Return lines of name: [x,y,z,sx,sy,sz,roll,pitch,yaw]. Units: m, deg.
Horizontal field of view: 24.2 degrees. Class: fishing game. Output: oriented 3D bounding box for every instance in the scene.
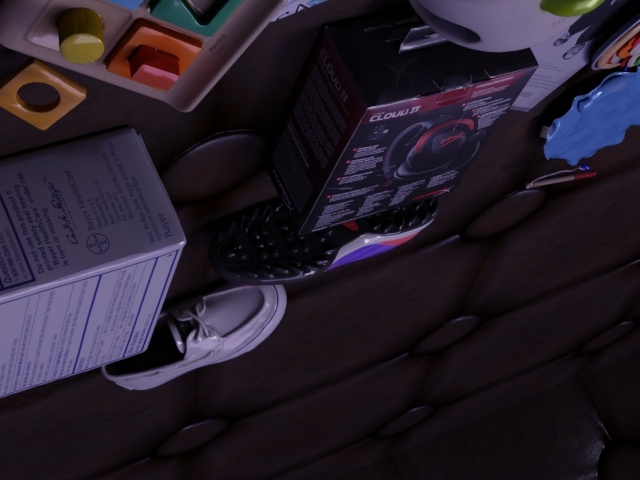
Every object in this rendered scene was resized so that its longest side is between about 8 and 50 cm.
fishing game: [0.372,-0.170,2.009,0.189,0.041,0.264,-12,147,-34]

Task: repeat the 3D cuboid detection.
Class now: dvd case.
dvd case: [0.278,-0.236,1.748,0.238,0.029,0.179,-39,156,31]

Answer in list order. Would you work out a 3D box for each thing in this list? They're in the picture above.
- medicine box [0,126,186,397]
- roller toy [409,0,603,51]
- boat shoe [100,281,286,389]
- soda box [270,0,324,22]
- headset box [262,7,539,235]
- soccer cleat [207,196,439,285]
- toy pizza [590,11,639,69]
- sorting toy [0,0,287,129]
medicine box: [-0.313,0.040,1.539,0.289,0.149,0.263,-16,157,-24]
roller toy: [0.154,-0.270,1.293,0.191,0.209,0.146,-6,162,12]
boat shoe: [-0.173,0.121,1.991,0.267,0.096,0.088,-23,166,15]
soda box: [-0.057,-0.229,1.325,0.183,0.058,0.063,-22,159,-9]
headset box: [0.086,-0.144,1.624,0.218,0.110,0.293,-17,158,-25]
soccer cleat: [0.000,0.000,1.887,0.318,0.109,0.116,-19,162,-26]
toy pizza: [0.412,-0.259,1.785,0.201,0.032,0.201,-33,171,-6]
sorting toy: [-0.150,-0.183,1.232,0.196,0.047,0.347,20,135,-29]
